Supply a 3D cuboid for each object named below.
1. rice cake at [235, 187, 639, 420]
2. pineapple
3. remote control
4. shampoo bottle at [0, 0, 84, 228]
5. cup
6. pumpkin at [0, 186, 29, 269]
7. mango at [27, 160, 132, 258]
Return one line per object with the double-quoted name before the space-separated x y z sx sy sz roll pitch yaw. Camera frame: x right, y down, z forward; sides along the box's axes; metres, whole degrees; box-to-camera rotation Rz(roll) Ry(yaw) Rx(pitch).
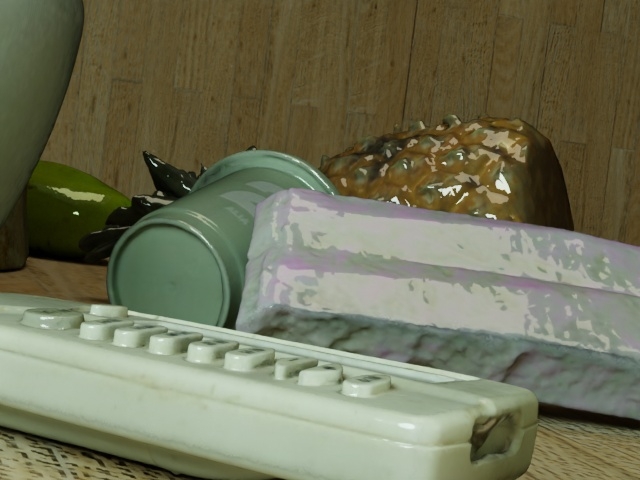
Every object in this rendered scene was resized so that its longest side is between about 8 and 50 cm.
"rice cake" 0.108 0.038 0.736 0.297 0.050 0.106 9 38 -2
"pineapple" 0.000 0.000 1.002 0.340 0.169 0.169 -3 -1 21
"remote control" -0.044 0.055 0.500 0.230 0.049 0.090 8 2 31
"shampoo bottle" -0.284 -0.107 0.698 0.322 0.317 0.322 17 2 -1
"cup" -0.055 0.013 0.824 0.120 0.120 0.141 8 14 27
"pumpkin" -0.394 -0.088 1.204 0.332 0.199 0.332 6 0 0
"mango" -0.255 -0.030 1.387 0.117 0.089 0.163 4 4 -45
